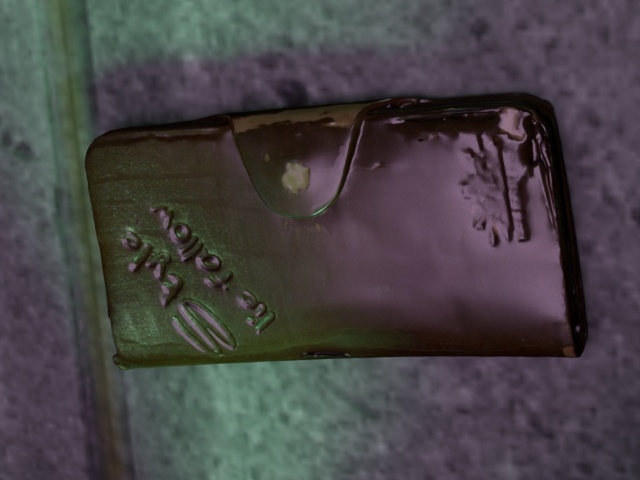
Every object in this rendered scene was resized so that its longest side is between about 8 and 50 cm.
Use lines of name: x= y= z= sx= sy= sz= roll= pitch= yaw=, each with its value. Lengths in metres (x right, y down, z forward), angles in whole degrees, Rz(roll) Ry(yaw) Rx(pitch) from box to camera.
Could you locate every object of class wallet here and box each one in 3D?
wallet: x=0.000 y=0.000 z=0.667 sx=0.176 sy=0.026 sz=0.095 roll=-2 pitch=106 yaw=25
